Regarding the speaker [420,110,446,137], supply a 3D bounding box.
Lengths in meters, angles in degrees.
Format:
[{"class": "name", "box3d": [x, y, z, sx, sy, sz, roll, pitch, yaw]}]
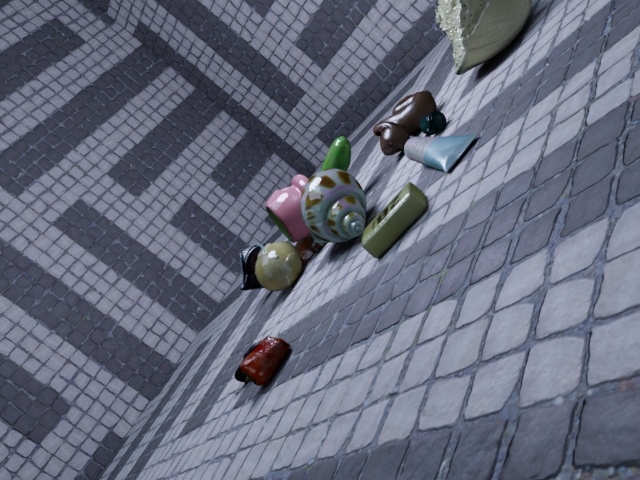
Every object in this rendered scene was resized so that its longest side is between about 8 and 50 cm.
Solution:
[{"class": "speaker", "box3d": [0.322, -0.331, 1.737, 0.094, 0.060, 0.075, -54, 8, -15]}]

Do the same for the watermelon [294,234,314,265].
[{"class": "watermelon", "box3d": [-0.059, 0.027, 2.171, 0.163, 0.069, 0.087, -53, 8, 3]}]

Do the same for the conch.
[{"class": "conch", "box3d": [0.039, -0.087, 1.770, 0.368, 0.197, 0.250, -82, -5, -64]}]

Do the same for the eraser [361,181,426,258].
[{"class": "eraser", "box3d": [0.169, -0.048, 1.376, 0.172, 0.058, 0.117, -48, 9, 21]}]

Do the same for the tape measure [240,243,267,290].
[{"class": "tape measure", "box3d": [-0.233, 0.108, 2.369, 0.107, 0.180, 0.182, 139, 131, -64]}]

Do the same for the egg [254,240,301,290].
[{"class": "egg", "box3d": [-0.145, 0.089, 2.079, 0.164, 0.164, 0.202, -43, 16, 41]}]

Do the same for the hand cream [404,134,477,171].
[{"class": "hand cream", "box3d": [0.298, -0.226, 1.495, 0.111, 0.070, 0.312, -49, 17, 2]}]

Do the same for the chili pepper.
[{"class": "chili pepper", "box3d": [-0.154, 0.315, 1.465, 0.192, 0.084, 0.086, -52, -24, -19]}]

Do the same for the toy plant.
[{"class": "toy plant", "box3d": [-0.017, -0.166, 2.104, 0.356, 0.211, 0.317, -31, -31, -7]}]

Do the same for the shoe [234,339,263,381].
[{"class": "shoe", "box3d": [-0.187, 0.325, 1.642, 0.159, 0.062, 0.053, -53, 20, 16]}]

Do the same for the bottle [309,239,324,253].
[{"class": "bottle", "box3d": [0.001, 0.001, 2.074, 0.101, 0.047, 0.063, -55, -33, 5]}]

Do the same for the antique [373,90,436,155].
[{"class": "antique", "box3d": [0.289, -0.393, 1.989, 0.257, 0.121, 0.143, -45, 17, -9]}]

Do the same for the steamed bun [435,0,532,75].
[{"class": "steamed bun", "box3d": [0.469, -0.638, 1.768, 0.290, 0.273, 0.273, -73, -20, -74]}]
